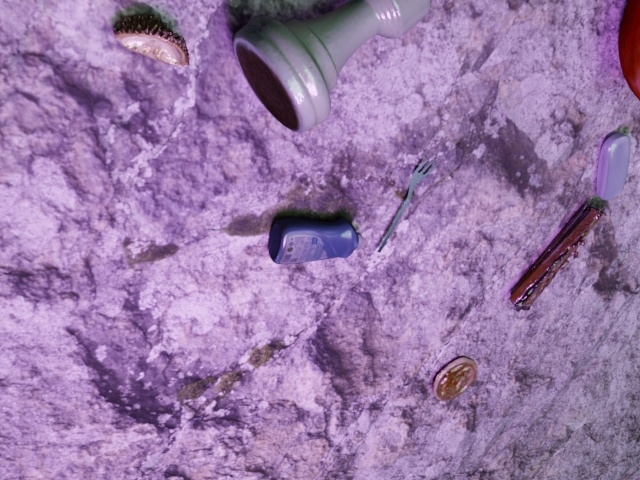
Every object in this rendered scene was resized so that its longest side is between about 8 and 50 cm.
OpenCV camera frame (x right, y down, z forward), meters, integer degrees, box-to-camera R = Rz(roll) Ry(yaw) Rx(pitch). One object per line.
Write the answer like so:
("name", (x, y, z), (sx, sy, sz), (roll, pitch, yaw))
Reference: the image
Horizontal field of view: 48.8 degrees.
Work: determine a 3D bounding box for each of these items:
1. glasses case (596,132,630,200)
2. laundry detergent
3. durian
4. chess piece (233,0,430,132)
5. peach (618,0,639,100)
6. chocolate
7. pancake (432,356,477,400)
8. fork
("glasses case", (0.700, -0.174, 1.687), (0.067, 0.045, 0.179), (-22, 130, -13))
("laundry detergent", (0.001, 0.001, 1.420), (0.206, 0.061, 0.097), (-1, 121, -28))
("durian", (-0.248, -0.301, 1.071), (0.130, 0.052, 0.066), (16, 117, -37))
("chess piece", (0.028, -0.329, 1.129), (0.299, 0.194, 0.195), (-38, 133, -11))
("peach", (0.748, -0.406, 1.396), (0.308, 0.308, 0.332), (-44, 116, 6))
("chocolate", (0.594, 0.044, 1.781), (0.329, 0.065, 0.102), (-53, 149, 16))
("pancake", (0.363, 0.378, 1.917), (0.151, 0.025, 0.152), (-16, 130, -19))
("fork", (0.174, -0.075, 1.490), (0.039, 0.021, 0.235), (16, 115, -32))
